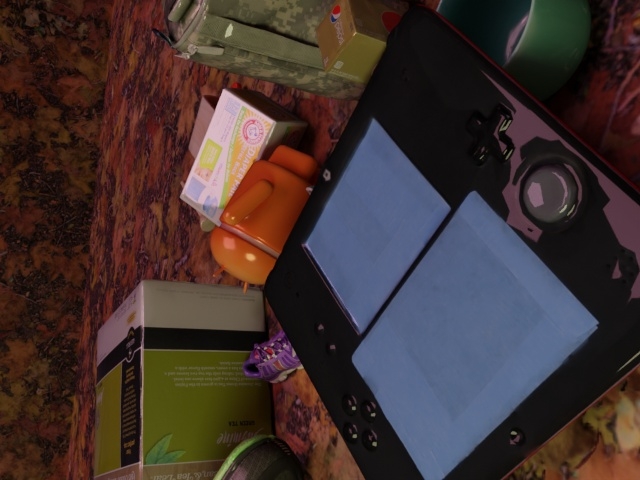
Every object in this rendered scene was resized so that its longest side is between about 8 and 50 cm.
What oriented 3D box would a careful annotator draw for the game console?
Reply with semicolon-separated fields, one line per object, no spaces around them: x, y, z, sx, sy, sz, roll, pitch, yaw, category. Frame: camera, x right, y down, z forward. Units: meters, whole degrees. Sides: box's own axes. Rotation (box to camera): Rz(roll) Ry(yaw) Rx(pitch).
0.089;0.039;0.552;0.342;0.060;0.386;53;131;29;game console

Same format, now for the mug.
0.181;-0.200;0.554;0.129;0.098;0.157;35;113;57;mug

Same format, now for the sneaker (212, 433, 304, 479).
-0.045;0.490;0.755;0.202;0.185;0.482;-11;77;40;sneaker

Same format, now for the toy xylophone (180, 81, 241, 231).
-0.192;-0.163;1.192;0.236;0.081;0.322;-64;35;28;toy xylophone

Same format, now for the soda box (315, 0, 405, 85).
0.089;-0.189;0.623;0.058;0.181;0.061;-44;48;47;soda box

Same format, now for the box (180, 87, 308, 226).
-0.125;-0.131;0.990;0.114;0.103;0.203;34;113;19;box

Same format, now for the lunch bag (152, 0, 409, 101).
-0.047;-0.304;0.761;0.212;0.305;0.255;-56;39;39;lunch bag

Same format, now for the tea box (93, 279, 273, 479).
-0.255;0.275;1.069;0.329;0.220;0.323;-36;53;52;tea box

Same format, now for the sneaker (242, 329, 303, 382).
-0.066;0.172;0.918;0.170;0.071;0.068;-51;43;41;sneaker

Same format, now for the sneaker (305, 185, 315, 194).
0.000;0.000;0.838;0.057;0.075;0.161;0;83;60;sneaker

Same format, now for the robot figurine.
-0.079;-0.030;0.889;0.219;0.128;0.158;-60;13;-7;robot figurine
